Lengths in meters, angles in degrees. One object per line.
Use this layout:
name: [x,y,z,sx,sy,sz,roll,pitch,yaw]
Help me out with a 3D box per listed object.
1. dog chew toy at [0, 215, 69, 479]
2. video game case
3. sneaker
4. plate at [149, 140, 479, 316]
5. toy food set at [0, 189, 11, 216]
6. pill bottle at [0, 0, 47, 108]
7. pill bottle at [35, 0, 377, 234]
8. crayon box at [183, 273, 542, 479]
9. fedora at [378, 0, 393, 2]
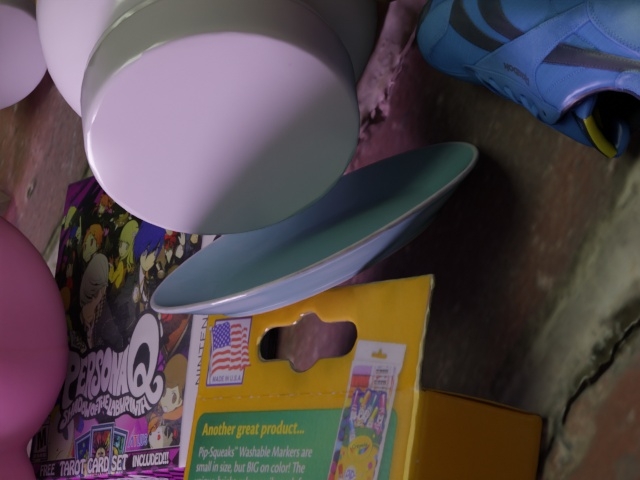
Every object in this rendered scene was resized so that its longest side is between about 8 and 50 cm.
dog chew toy: [-0.267,0.145,1.219,0.206,0.206,0.332,4,90,57]
video game case: [-0.104,0.048,1.221,0.232,0.042,0.210,-13,66,54]
sneaker: [0.110,-0.083,0.936,0.209,0.069,0.082,2,82,56]
plate: [0.000,0.000,1.006,0.188,0.188,0.024,-7,112,55]
toy food set: [-0.359,0.105,1.490,0.306,0.092,0.220,-50,7,35]
pill bottle: [-0.283,-0.197,1.527,0.119,0.119,0.208,-57,37,24]
pill bottle: [-0.068,-0.168,1.097,0.188,0.188,0.334,-49,33,33]
crayon box: [0.005,0.188,0.961,0.203,0.083,0.323,-9,70,55]
fedora: [0.081,-0.208,0.991,0.079,0.194,0.194,22,95,21]
